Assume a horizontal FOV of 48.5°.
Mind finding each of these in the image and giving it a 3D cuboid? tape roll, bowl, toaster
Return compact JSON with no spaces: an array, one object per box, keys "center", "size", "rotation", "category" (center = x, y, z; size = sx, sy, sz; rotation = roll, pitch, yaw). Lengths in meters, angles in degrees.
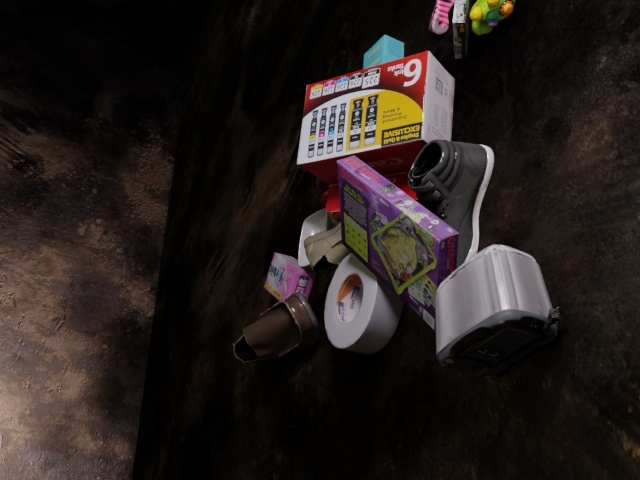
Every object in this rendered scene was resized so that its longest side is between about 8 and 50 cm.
[{"center":[0.092,0.134,1.546],"size":[0.219,0.072,0.219],"rotation":[-40,42,49],"category":"tape roll"},{"center":[0.000,0.000,1.833],"size":[0.142,0.053,0.142],"rotation":[-27,51,58],"category":"bowl"},{"center":[0.274,0.108,1.124],"size":[0.227,0.129,0.146],"rotation":[-49,33,45],"category":"toaster"}]

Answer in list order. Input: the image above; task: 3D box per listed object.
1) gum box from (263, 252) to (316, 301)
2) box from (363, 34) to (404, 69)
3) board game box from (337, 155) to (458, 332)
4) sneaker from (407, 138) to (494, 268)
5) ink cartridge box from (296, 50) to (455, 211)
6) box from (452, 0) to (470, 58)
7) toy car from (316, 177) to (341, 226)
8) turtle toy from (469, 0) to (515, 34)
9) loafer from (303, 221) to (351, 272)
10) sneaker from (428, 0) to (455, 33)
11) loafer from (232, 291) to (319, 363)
[{"center":[-0.083,0.109,1.926],"size":[0.188,0.062,0.107],"rotation":[28,102,64],"category":"gum box"},{"center":[0.149,-0.369,1.733],"size":[0.100,0.060,0.244],"rotation":[-32,48,55],"category":"box"},{"center":[0.138,-0.003,1.359],"size":[0.347,0.056,0.208],"rotation":[45,152,48],"category":"board game box"},{"center":[0.217,-0.051,1.310],"size":[0.105,0.147,0.295],"rotation":[7,84,63],"category":"sneaker"},{"center":[0.114,-0.220,1.507],"size":[0.310,0.130,0.271],"rotation":[-8,67,35],"category":"ink cartridge box"},{"center":[0.287,-0.444,1.439],"size":[0.137,0.027,0.093],"rotation":[51,-135,-70],"category":"box"},{"center":[0.054,-0.122,1.679],"size":[0.159,0.136,0.182],"rotation":[-44,45,44],"category":"toy car"},{"center":[0.337,-0.455,1.391],"size":[0.130,0.066,0.095],"rotation":[-37,21,56],"category":"turtle toy"},{"center":[0.065,0.012,1.639],"size":[0.269,0.102,0.092],"rotation":[-24,66,49],"category":"loafer"},{"center":[0.272,-0.522,1.599],"size":[0.057,0.047,0.119],"rotation":[-146,74,-76],"category":"sneaker"},{"center":[-0.120,0.248,1.806],"size":[0.133,0.130,0.366],"rotation":[61,146,13],"category":"loafer"}]
